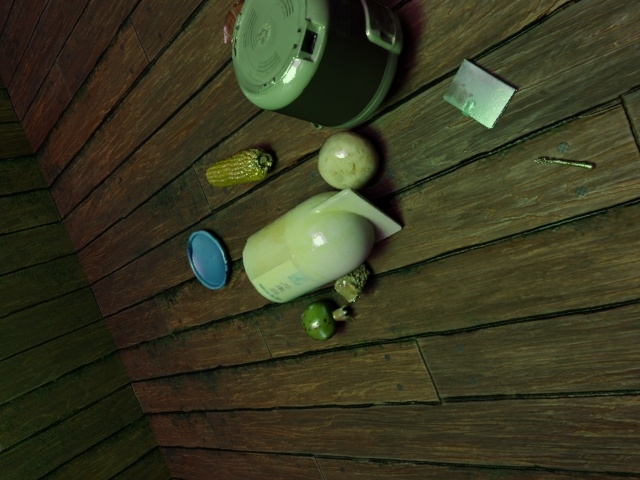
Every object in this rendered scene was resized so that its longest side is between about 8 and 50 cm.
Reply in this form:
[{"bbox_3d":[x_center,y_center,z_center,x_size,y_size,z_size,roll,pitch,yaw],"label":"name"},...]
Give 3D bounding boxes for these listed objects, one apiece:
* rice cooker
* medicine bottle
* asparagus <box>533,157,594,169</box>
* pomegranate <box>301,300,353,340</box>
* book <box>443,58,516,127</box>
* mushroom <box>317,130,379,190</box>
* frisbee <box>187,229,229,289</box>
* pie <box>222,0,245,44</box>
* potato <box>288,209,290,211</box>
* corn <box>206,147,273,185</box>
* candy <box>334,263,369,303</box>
[{"bbox_3d":[0.000,-0.440,1.111,0.335,0.325,0.336,-4,84,48],"label":"rice cooker"},{"bbox_3d":[0.000,0.000,1.324,0.406,0.235,0.236,-29,87,34],"label":"medicine bottle"},{"bbox_3d":[0.503,-0.161,0.988,0.114,0.015,0.014,15,117,35],"label":"asparagus"},{"bbox_3d":[0.018,0.241,1.501,0.130,0.159,0.129,60,177,5],"label":"pomegranate"},{"bbox_3d":[0.349,-0.322,1.059,0.135,0.017,0.103,42,128,21],"label":"book"},{"bbox_3d":[0.076,-0.212,1.268,0.166,0.127,0.166,16,134,17],"label":"mushroom"},{"bbox_3d":[-0.431,0.073,1.861,0.242,0.045,0.242,15,115,36],"label":"frisbee"},{"bbox_3d":[-0.206,-0.597,1.407,0.204,0.054,0.219,-42,78,42],"label":"pie"},{"bbox_3d":[-0.071,-0.059,1.492,0.062,0.068,0.083,-10,120,3],"label":"potato"},{"bbox_3d":[-0.272,-0.233,1.570,0.305,0.106,0.106,-7,101,47],"label":"corn"},{"bbox_3d":[0.094,0.120,1.383,0.085,0.110,0.095,42,142,-2],"label":"candy"}]
